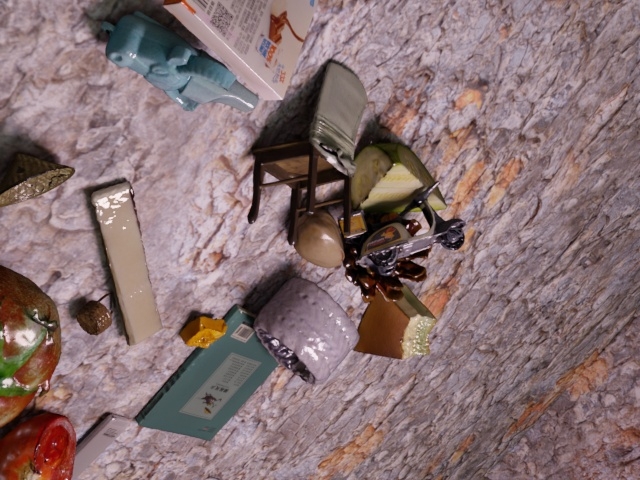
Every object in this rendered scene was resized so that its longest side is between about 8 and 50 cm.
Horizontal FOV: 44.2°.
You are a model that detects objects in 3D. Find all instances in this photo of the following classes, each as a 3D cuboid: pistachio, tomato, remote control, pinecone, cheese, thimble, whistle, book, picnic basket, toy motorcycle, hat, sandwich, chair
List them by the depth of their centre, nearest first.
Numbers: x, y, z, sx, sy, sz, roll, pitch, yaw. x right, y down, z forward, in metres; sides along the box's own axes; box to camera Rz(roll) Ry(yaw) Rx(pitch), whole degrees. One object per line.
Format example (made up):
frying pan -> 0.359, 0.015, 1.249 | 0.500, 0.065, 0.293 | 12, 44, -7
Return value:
whistle -> -0.227, -0.281, 1.275 | 0.273, 0.186, 0.093 | 26, 76, -23
hat -> -0.485, -0.115, 1.292 | 0.146, 0.067, 0.146 | -27, 180, 0
tomato -> -0.599, 0.172, 1.319 | 0.303, 0.239, 0.304 | -31, 139, -31
cheese -> -0.377, 0.056, 1.543 | 0.085, 0.034, 0.401 | -25, 136, -25
chair -> -0.021, -0.170, 1.561 | 0.186, 0.319, 0.160 | -10, 155, 36
picnic basket -> -0.438, 0.143, 1.567 | 0.083, 0.072, 0.072 | -48, 154, -46
tomato -> -0.609, 0.474, 1.643 | 0.200, 0.139, 0.233 | 58, 40, -75
toy motorcycle -> 0.183, -0.020, 1.707 | 0.262, 0.157, 0.091 | -18, 159, -2
pistachio -> 0.000, 0.000, 1.736 | 0.108, 0.126, 0.185 | -59, 156, -16
thimble -> -0.034, 0.213, 1.811 | 0.157, 0.217, 0.246 | -46, 151, -18
remote control -> -0.548, 0.493, 1.819 | 0.261, 0.029, 0.067 | -45, 141, 7
pinecone -> 0.159, 0.042, 1.841 | 0.201, 0.203, 0.228 | -28, 151, 37
book -> -0.240, 0.335, 1.916 | 0.379, 0.031, 0.264 | -48, 139, 8
sandwich -> 0.194, 0.252, 2.071 | 0.108, 0.186, 0.220 | 1, 125, -36

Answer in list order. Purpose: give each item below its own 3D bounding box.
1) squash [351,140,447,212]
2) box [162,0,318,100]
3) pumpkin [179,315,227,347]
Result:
squash -> 0.207, -0.156, 1.762 | 0.288, 0.111, 0.203 | -5, 151, -32
box -> -0.103, -0.403, 1.235 | 0.265, 0.048, 0.274 | 38, 64, -49
pumpkin -> -0.262, 0.200, 1.758 | 0.074, 0.054, 0.083 | 19, 133, -43
